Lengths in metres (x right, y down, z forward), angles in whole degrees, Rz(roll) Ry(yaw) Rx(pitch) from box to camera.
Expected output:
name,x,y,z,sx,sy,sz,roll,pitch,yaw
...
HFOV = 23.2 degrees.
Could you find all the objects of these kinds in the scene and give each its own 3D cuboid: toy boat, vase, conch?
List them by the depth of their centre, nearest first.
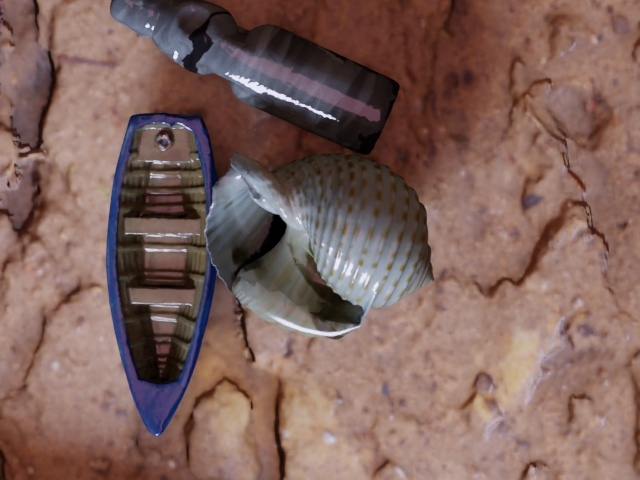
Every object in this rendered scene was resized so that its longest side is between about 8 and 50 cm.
name,x,y,z,sx,sy,sz,roll,pitch,yaw
conch,0.004,0.000,1.088,0.153,0.102,0.135,30,107,19
vase,-0.050,-0.128,1.098,0.211,0.060,0.060,25,94,-1
toy boat,-0.112,0.023,1.115,0.080,0.046,0.229,1,95,-2
